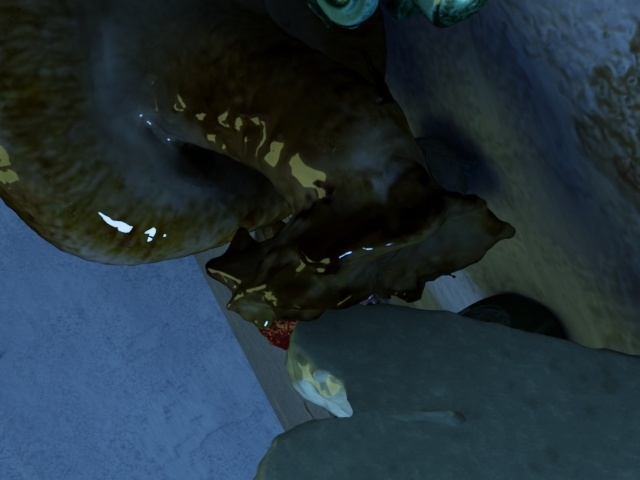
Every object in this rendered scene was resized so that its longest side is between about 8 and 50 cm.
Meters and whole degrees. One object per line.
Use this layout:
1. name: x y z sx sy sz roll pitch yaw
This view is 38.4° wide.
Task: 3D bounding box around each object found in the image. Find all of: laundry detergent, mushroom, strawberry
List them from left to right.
1. mushroom: -0.091 -0.122 0.637 0.356 0.330 0.334 -138 34 -71
2. strawberry: -0.032 0.119 1.386 0.148 0.131 0.131 -117 6 -57
3. laundry detergent: 0.088 0.119 0.758 0.063 0.210 0.137 65 167 -17

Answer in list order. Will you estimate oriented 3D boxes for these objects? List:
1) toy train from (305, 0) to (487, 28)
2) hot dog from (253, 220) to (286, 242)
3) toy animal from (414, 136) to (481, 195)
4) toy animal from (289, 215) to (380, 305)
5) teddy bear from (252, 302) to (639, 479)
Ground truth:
1. toy train: 0.015 -0.258 0.529 0.285 0.116 0.177 57 154 20
2. hot dog: -0.029 0.038 1.299 0.131 0.069 0.253 41 -177 -35
3. toy animal: 0.066 -0.076 0.796 0.253 0.070 0.079 -121 39 -54
4. toy animal: 0.000 0.000 1.175 0.241 0.056 0.099 51 163 35
5. teddy bear: 0.151 0.254 0.597 0.327 0.375 0.362 -78 -10 -59
